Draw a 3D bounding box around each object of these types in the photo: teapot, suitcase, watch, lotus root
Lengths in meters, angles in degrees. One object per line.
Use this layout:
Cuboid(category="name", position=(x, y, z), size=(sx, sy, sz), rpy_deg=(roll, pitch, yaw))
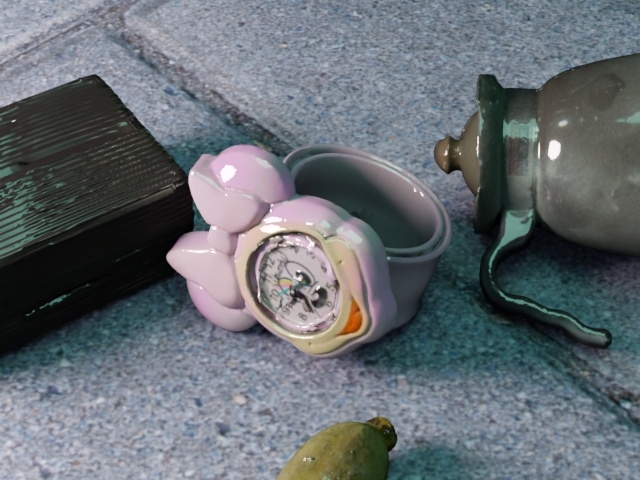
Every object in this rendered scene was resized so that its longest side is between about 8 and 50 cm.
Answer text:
Cuboid(category="teapot", position=(0.265, -0.055, 1.454), size=(0.285, 0.305, 0.223), rpy_deg=(2, 10, 9))
Cuboid(category="suitcase", position=(-0.320, -0.022, 1.386), size=(0.335, 0.152, 0.229), rpy_deg=(-26, 54, -24))
Cuboid(category="watch", position=(0.000, 0.000, 1.384), size=(0.248, 0.211, 0.217), rpy_deg=(31, 35, 14))
Cuboid(category="lotus root", position=(0.010, 0.223, 1.223), size=(0.090, 0.077, 0.183), rpy_deg=(28, 52, 22))
